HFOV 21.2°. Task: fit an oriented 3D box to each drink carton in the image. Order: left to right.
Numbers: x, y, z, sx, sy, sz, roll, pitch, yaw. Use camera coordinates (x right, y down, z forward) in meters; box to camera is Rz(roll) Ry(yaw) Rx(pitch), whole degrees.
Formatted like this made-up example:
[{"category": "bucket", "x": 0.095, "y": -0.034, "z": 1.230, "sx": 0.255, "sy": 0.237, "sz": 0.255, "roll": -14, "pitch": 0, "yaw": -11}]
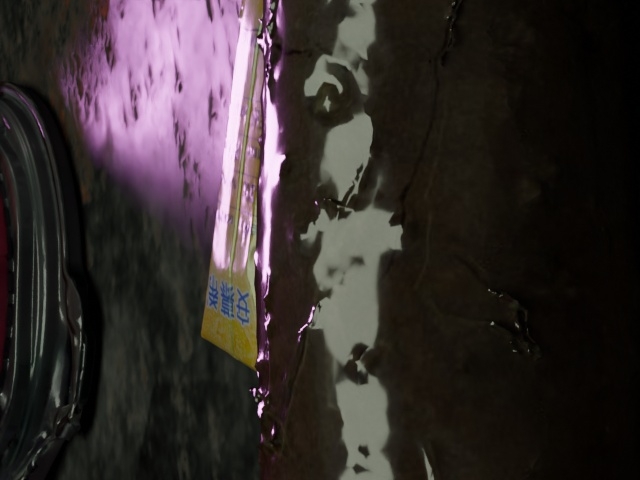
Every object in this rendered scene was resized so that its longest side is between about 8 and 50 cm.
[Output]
[{"category": "drink carton", "x": 0.000, "y": 0.000, "z": 0.615, "sx": 0.084, "sy": 0.074, "sz": 0.200, "roll": 20, "pitch": 105, "yaw": 60}]

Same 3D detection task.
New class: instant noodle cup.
[{"category": "instant noodle cup", "x": -0.265, "y": 0.031, "z": 0.976, "sx": 0.302, "sy": 0.181, "sz": 0.258, "roll": 3, "pitch": 90, "yaw": 61}]

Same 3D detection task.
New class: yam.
[{"category": "yam", "x": 0.038, "y": 0.042, "z": 0.494, "sx": 0.131, "sy": 0.131, "sz": 0.280, "roll": -10, "pitch": 79, "yaw": 60}]
